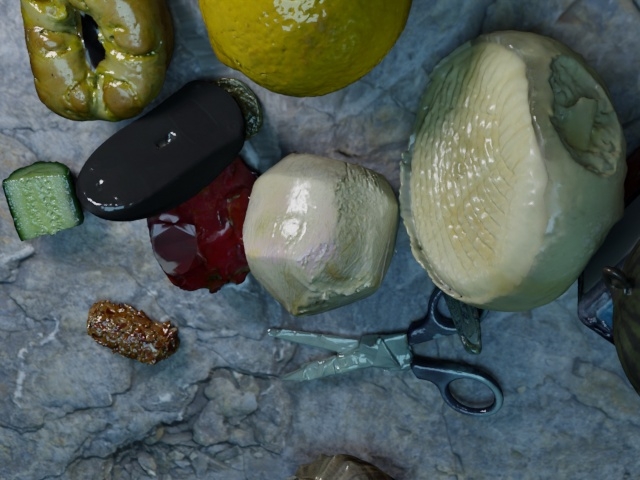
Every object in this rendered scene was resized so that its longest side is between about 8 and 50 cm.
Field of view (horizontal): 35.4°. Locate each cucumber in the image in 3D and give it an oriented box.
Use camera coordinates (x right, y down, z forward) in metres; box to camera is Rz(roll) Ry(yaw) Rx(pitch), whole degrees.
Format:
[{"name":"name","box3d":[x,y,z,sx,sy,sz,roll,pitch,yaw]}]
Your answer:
[{"name":"cucumber","box3d":[-0.442,-0.065,1.622,0.116,0.062,0.115,-7,118,9]}]

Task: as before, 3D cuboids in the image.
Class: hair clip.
[{"name":"hair clip","box3d":[0.204,0.065,1.536,0.066,0.036,0.229,-18,93,17]}]

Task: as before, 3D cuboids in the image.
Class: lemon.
[{"name":"lemon","box3d":[-0.018,-0.319,1.265,0.293,0.293,0.293,6,119,10]}]

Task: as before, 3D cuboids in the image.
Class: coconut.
[{"name":"coconut","box3d":[0.002,0.000,1.446,0.227,0.227,0.230,9,83,8]}]

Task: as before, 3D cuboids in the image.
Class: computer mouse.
[{"name":"computer mouse","box3d":[-0.225,-0.116,1.448,0.137,0.269,0.086,46,165,23]}]

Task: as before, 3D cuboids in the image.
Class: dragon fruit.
[{"name":"dragon fruit","box3d":[-0.175,-0.014,1.549,0.163,0.189,0.262,15,130,41]}]

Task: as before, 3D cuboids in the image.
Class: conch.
[{"name":"conch","box3d":[0.027,0.450,1.746,0.291,0.159,0.210,16,120,-41]}]

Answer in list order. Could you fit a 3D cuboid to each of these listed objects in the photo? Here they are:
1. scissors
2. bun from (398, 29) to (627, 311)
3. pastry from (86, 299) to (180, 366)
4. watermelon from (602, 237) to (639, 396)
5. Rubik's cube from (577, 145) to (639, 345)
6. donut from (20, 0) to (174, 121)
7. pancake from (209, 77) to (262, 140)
[{"name":"scissors","box3d":[0.100,0.179,1.645,0.383,0.029,0.256,-2,114,16]},{"name":"bun","box3d":[0.266,-0.087,1.311,0.202,0.364,0.364,4,125,-26]},{"name":"pastry","box3d":[-0.328,0.165,1.720,0.169,0.063,0.087,20,119,3]},{"name":"watermelon","box3d":[0.451,0.087,1.003,0.359,0.279,0.279,15,121,7]},{"name":"Rubik's cube","box3d":[0.544,0.010,1.282,0.318,0.316,0.313,36,121,-6]},{"name":"donut","box3d":[-0.312,-0.297,1.424,0.208,0.128,0.261,4,119,10]},{"name":"pancake","box3d":[-0.137,-0.196,1.502,0.108,0.017,0.108,4,117,8]}]
